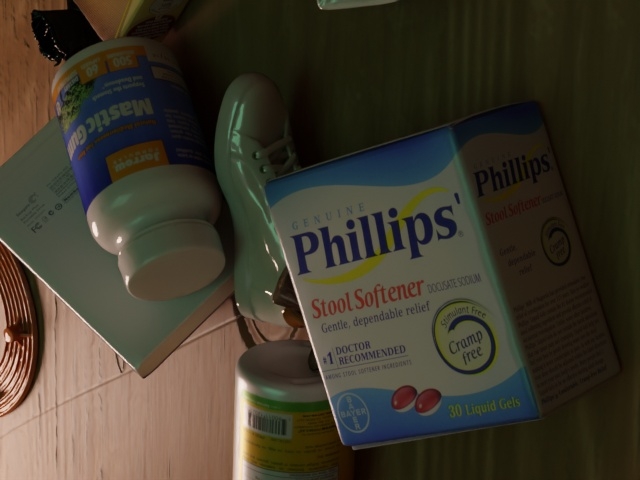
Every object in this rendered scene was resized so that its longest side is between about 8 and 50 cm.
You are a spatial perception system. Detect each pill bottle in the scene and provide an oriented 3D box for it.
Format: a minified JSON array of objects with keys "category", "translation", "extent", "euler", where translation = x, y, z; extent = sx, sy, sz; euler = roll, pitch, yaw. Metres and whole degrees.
[{"category":"pill bottle","translation":[-0.030,0.247,1.904],"extent":[0.136,0.136,0.245],"euler":[19,116,37]},{"category":"pill bottle","translation":[-0.195,-0.077,1.885],"extent":[0.152,0.152,0.272],"euler":[-46,53,41]}]

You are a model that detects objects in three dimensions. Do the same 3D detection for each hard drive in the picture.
[{"category":"hard drive","translation":[-0.236,-0.016,1.975],"extent":[0.319,0.210,0.040],"euler":[41,168,25]}]

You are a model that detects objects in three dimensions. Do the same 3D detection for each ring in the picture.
[{"category":"ring","translation":[-0.511,0.091,2.358],"extent":[0.337,0.032,0.336],"euler":[15,113,39]}]

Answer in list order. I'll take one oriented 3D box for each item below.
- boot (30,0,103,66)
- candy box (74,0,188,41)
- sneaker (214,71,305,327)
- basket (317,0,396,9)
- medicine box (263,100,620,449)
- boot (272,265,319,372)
[{"category":"boot","translation":[-0.298,-0.265,2.001],"extent":[0.045,0.099,0.121],"euler":[-26,86,42]},{"category":"candy box","translation":[-0.184,-0.381,1.868],"extent":[0.183,0.087,0.316],"euler":[54,131,17]},{"category":"sneaker","translation":[-0.032,-0.040,1.827],"extent":[0.123,0.106,0.290],"euler":[14,123,37]},{"category":"basket","translation":[0.056,-0.317,1.664],"extent":[0.113,0.103,0.167],"euler":[0,103,42]},{"category":"medicine box","translation":[0.116,0.037,1.695],"extent":[0.263,0.149,0.289],"euler":[-15,94,43]},{"category":"boot","translation":[-0.016,0.079,1.796],"extent":[0.037,0.114,0.106],"euler":[34,96,47]}]
